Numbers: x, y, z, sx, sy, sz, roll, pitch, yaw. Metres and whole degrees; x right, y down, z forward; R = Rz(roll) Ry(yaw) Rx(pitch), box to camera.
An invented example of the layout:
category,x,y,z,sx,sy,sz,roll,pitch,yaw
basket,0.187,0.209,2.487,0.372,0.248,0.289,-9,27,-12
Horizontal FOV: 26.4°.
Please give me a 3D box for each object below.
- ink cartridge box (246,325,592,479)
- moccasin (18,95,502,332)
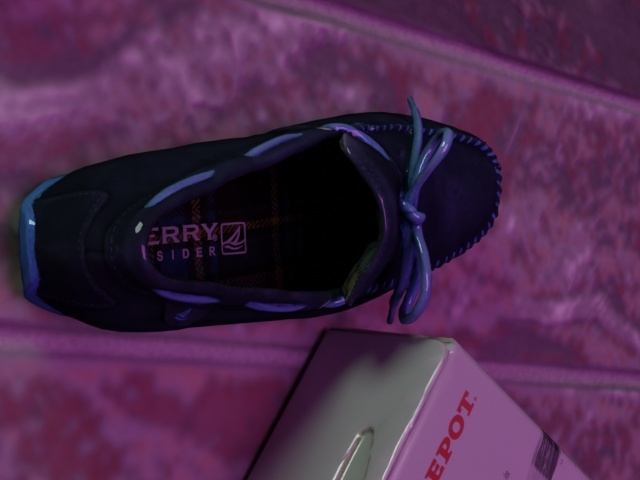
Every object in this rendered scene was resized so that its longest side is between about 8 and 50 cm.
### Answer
category,x,y,z,sx,sy,sz,roll,pitch,yaw
ink cartridge box,0.074,0.208,0.849,0.273,0.114,0.197,46,62,-35
moccasin,0.000,0.000,0.772,0.342,0.116,0.138,-17,103,-42
